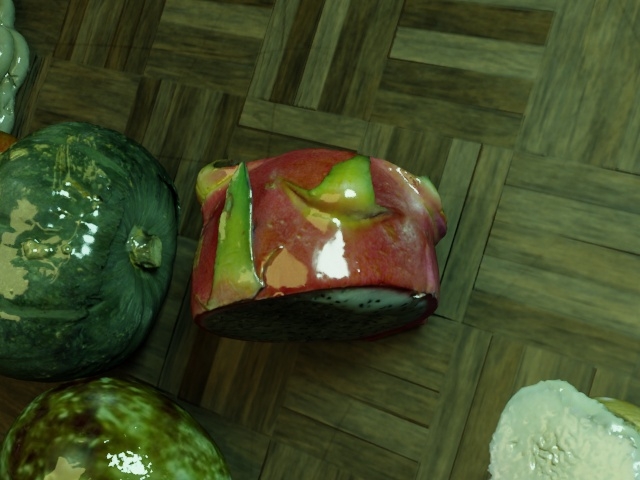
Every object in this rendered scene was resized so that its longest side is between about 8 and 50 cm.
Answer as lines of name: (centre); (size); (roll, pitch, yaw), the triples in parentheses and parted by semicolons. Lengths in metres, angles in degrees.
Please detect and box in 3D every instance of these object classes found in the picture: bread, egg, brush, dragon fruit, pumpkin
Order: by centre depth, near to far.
brush: (0.217, 0.264, 1.040); (0.174, 0.166, 0.267); (44, 107, 33)
dragon fruit: (0.000, 0.000, 1.187); (0.290, 0.290, 0.189); (-10, 72, 32)
egg: (-0.240, 0.282, 1.303); (0.289, 0.238, 0.238); (8, 83, 23)
pumpkin: (-0.318, 0.013, 1.388); (0.257, 0.291, 0.328); (5, 92, 19)
bread: (-0.542, -0.239, 1.714); (0.183, 0.102, 0.337); (12, 87, 36)

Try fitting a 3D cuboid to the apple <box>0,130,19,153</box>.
apple: (-0.484, -0.097, 1.622); (0.146, 0.146, 0.146); (-9, 74, 33)
